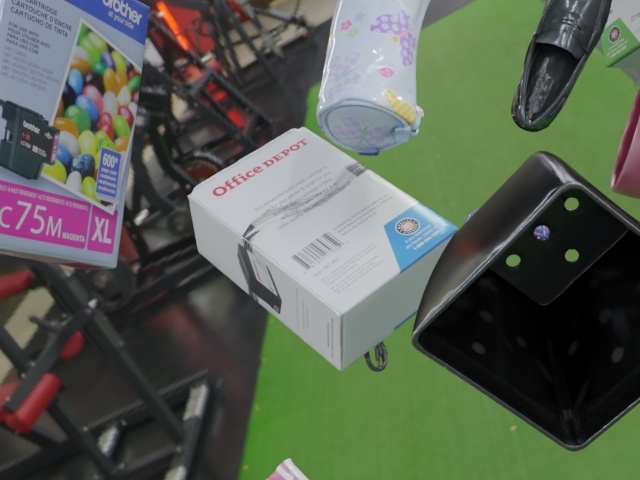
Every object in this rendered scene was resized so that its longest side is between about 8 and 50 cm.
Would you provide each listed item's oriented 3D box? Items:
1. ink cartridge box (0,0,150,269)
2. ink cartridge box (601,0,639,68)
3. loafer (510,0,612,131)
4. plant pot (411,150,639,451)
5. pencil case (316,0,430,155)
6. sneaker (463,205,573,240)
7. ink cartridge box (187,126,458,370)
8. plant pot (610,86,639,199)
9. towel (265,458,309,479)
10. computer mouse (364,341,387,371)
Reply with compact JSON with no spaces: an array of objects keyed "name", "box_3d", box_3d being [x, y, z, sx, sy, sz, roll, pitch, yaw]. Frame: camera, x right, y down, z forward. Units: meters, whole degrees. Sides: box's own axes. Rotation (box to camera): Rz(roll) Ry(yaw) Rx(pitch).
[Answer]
[{"name":"ink cartridge box","box_3d":[-0.239,-0.138,0.785,0.065,0.310,0.186,1,-8,26]},{"name":"ink cartridge box","box_3d":[0.542,-0.446,1.434,0.117,0.278,0.201,-3,-11,-16]},{"name":"loafer","box_3d":[0.288,-0.233,1.040,0.078,0.076,0.223,-41,-27,-73]},{"name":"plant pot","box_3d":[0.203,0.031,0.766,0.187,0.188,0.167,-49,16,24]},{"name":"pencil case","box_3d":[0.071,-0.244,1.087,0.124,0.113,0.273,0,64,18]},{"name":"sneaker","box_3d":[0.335,-0.024,1.413,0.221,0.083,0.087,-5,-1,-11]},{"name":"ink cartridge box","box_3d":[0.000,0.000,1.235,0.223,0.129,0.307,-34,54,-29]},{"name":"plant pot","box_3d":[0.569,-0.147,1.375,0.180,0.201,0.201,17,37,11]},{"name":"towel","box_3d":[-0.054,0.368,1.046,0.197,0.144,0.029,-48,-16,26]},{"name":"computer mouse","box_3d":[0.112,0.152,1.812,0.041,0.071,0.242,133,145,-61]}]
